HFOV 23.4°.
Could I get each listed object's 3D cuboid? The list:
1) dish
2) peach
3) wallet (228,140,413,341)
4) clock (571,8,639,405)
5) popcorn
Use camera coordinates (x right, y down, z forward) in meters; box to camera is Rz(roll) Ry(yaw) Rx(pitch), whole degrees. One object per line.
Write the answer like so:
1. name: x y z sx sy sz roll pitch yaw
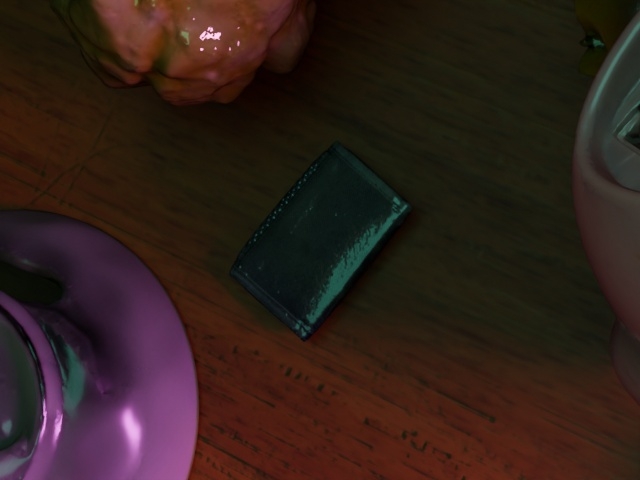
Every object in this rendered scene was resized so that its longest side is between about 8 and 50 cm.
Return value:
1. dish: -0.260 0.126 1.145 0.324 0.124 0.324 -3 80 17
2. peach: 0.237 -0.141 1.027 0.118 0.151 0.151 -30 73 25
3. wallet: 0.000 0.000 1.132 0.088 0.026 0.129 41 96 24
4. clock: 0.322 -0.022 0.827 0.368 0.250 0.376 -50 35 4
5. popcorn: -0.074 -0.236 1.073 0.215 0.252 0.286 11 87 -11
